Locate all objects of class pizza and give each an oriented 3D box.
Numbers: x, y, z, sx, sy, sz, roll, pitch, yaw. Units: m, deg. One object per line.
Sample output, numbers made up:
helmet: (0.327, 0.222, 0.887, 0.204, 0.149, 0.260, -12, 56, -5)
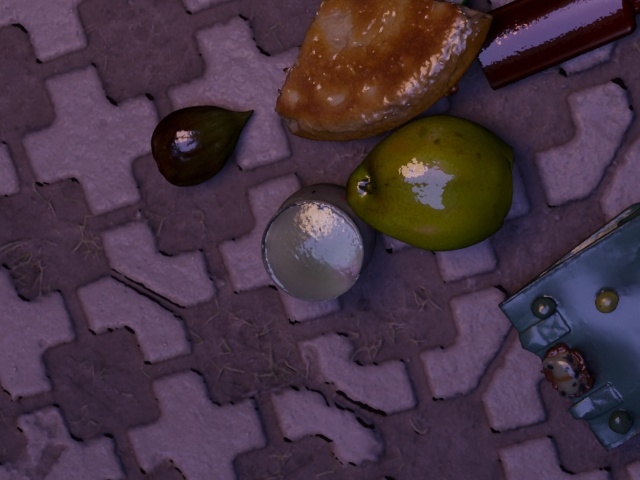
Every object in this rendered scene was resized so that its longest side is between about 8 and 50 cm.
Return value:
pizza: (0.074, -0.255, 1.841, 0.335, 0.086, 0.226, -27, 71, 28)

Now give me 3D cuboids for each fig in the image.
fig: (-0.160, -0.142, 1.925, 0.155, 0.109, 0.103, -25, 74, -11)

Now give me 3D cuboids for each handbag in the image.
handbag: (0.422, 0.120, 1.868, 0.274, 0.100, 0.268, -35, 96, 16)

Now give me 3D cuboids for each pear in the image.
pear: (0.145, -0.075, 1.827, 0.220, 0.187, 0.187, 4, 105, -9)

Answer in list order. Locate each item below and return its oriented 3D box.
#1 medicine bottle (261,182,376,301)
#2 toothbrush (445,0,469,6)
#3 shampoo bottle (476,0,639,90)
medicine bottle: (0.000, 0.000, 1.898, 0.147, 0.143, 0.147, 2, 103, 9)
toothbrush: (0.173, -0.318, 1.841, 0.042, 0.040, 0.418, 37, 108, 10)
shampoo bottle: (0.328, -0.291, 1.807, 0.260, 0.064, 0.102, -21, 97, 14)
